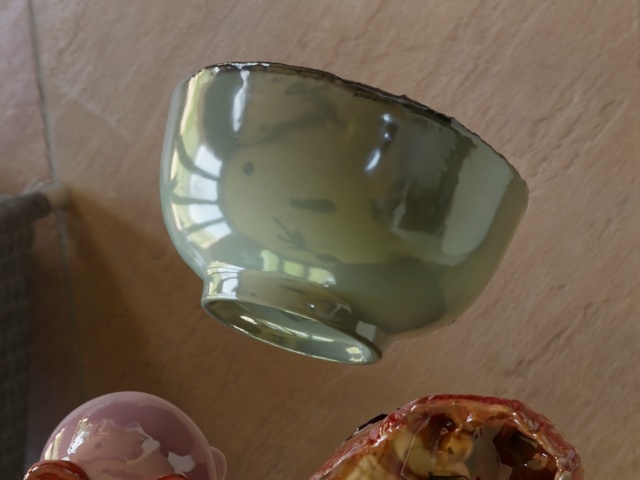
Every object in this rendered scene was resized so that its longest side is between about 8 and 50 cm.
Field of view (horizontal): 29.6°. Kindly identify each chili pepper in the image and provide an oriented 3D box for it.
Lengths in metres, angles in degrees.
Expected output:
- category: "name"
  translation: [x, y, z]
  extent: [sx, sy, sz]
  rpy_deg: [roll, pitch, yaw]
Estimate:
- category: "chili pepper"
  translation: [0.095, 0.226, 1.053]
  extent: [0.251, 0.305, 0.229]
  rpy_deg: [-1, 70, 3]

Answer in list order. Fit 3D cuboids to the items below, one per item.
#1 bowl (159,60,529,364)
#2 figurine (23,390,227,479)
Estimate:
- category: "bowl"
  translation: [0.000, 0.000, 1.118]
  extent: [0.354, 0.354, 0.185]
  rpy_deg: [11, 73, 22]
- category: "figurine"
  translation: [-0.176, 0.221, 1.121]
  extent: [0.173, 0.173, 0.173]
  rpy_deg: [7, 107, 23]
